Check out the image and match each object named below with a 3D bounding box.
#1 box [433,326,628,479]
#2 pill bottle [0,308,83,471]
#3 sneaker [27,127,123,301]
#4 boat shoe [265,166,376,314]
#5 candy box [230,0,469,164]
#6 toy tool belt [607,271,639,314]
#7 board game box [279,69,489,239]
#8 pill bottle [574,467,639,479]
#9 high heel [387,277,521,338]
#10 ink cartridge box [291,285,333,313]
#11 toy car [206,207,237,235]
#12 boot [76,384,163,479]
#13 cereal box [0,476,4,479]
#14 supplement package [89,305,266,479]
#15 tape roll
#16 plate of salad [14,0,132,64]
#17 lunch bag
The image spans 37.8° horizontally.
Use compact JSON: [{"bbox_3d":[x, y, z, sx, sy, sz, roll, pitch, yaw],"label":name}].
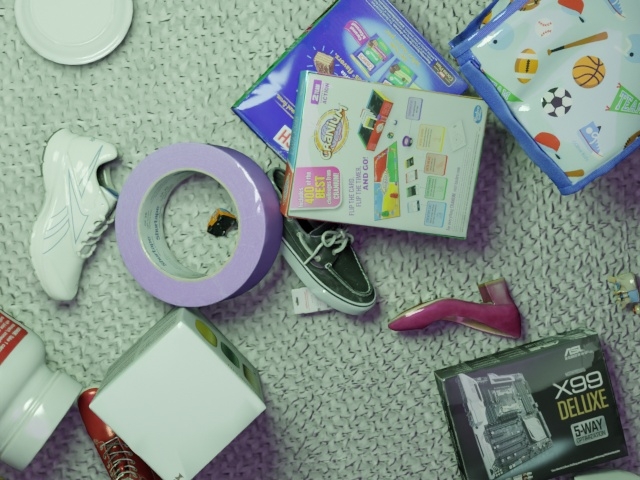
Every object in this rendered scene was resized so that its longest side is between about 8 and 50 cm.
[{"bbox_3d":[0.389,0.319,1.732,0.308,0.076,0.242,-15,96,-5],"label":"box"},{"bbox_3d":[-0.610,0.197,1.539,0.408,0.229,0.229,36,90,-7],"label":"pill bottle"},{"bbox_3d":[-0.414,-0.039,1.590,0.129,0.111,0.297,9,95,8],"label":"sneaker"},{"bbox_3d":[0.002,-0.002,1.638,0.306,0.113,0.105,51,133,-1],"label":"boat shoe"},{"bbox_3d":[0.047,-0.248,1.628,0.317,0.122,0.268,-46,100,-2],"label":"candy box"},{"bbox_3d":[0.573,0.102,1.754,0.051,0.052,0.083,-12,93,26],"label":"toy tool belt"},{"bbox_3d":[0.107,-0.141,1.556,0.317,0.064,0.242,8,98,-13],"label":"board game box"},{"bbox_3d":[0.535,0.568,1.729,0.153,0.153,0.264,-2,94,-6],"label":"pill bottle"},{"bbox_3d":[0.248,0.155,1.703,0.244,0.082,0.117,-16,86,-17],"label":"high heel"},{"bbox_3d":[-0.010,0.104,1.696,0.083,0.028,0.048,-8,95,-6],"label":"ink cartridge box"},{"bbox_3d":[-0.143,-0.035,1.678,0.122,0.060,0.040,4,50,-23],"label":"toy car"},{"bbox_3d":[-0.347,0.368,1.608,0.088,0.176,0.244,-30,96,-1],"label":"boot"},{"bbox_3d":[-0.634,0.525,1.591,0.047,0.173,0.240,30,92,-7],"label":"cereal box"},{"bbox_3d":[-0.232,0.247,1.566,0.198,0.263,0.199,-43,98,-1],"label":"supplement package"},{"bbox_3d":[-0.206,-0.028,1.585,0.275,0.090,0.274,1,94,18],"label":"tape roll"},{"bbox_3d":[-0.422,-0.397,1.605,0.200,0.048,0.199,0,84,-3],"label":"plate of salad"},{"bbox_3d":[0.436,-0.312,1.552,0.385,0.239,0.328,-44,100,-14],"label":"lunch bag"}]
